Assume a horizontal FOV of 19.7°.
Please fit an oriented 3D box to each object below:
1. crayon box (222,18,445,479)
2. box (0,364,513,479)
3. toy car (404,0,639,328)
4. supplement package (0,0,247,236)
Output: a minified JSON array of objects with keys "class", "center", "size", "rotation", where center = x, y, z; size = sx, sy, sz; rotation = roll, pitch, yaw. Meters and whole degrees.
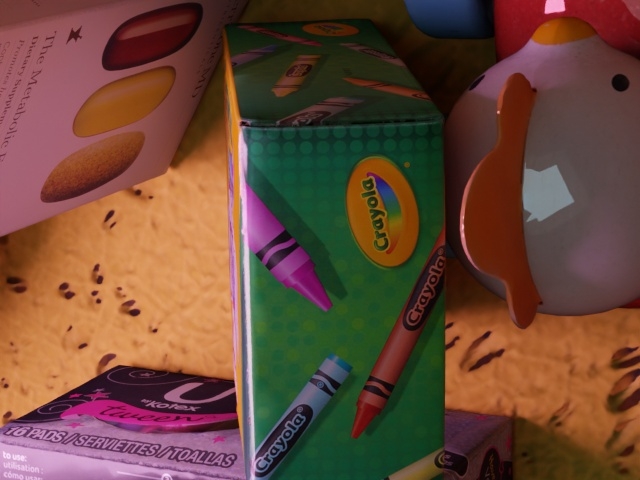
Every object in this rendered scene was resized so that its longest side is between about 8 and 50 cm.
[{"class":"crayon box","center":[0.000,0.000,0.832],"size":[0.081,0.278,0.165],"rotation":[-2,104,-4]},{"class":"box","center":[-0.034,0.168,0.971],"size":[0.247,0.142,0.163],"rotation":[5,104,25]},{"class":"toy car","center":[0.114,-0.055,0.780],"size":[0.219,0.238,0.210],"rotation":[4,105,26]},{"class":"supplement package","center":[-0.162,-0.097,0.904],"size":[0.134,0.244,0.139],"rotation":[35,117,15]}]
